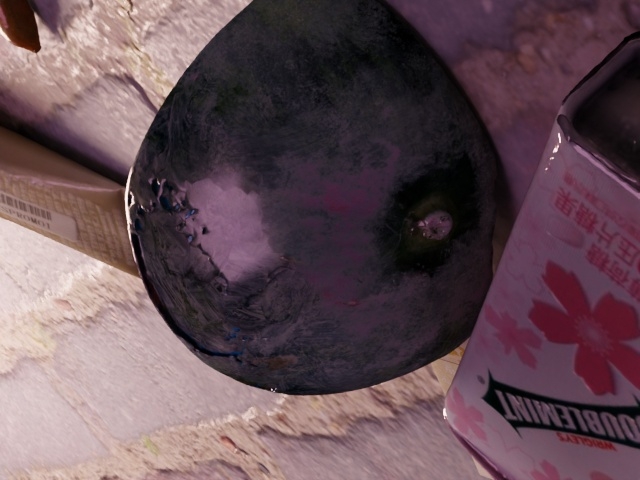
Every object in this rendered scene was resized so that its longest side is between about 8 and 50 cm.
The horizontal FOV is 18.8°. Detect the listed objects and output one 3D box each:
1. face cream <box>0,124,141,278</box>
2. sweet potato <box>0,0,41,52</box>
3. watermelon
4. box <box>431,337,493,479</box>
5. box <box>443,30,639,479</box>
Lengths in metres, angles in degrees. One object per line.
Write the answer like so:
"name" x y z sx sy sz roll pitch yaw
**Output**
"face cream" -0.287 -0.059 1.760 0.341 0.084 0.137 24 147 24
"sweet potato" -0.254 -0.189 1.577 0.034 0.034 0.095 13 139 48
"watermelon" 0.005 0.001 1.279 0.175 0.188 0.321 14 137 46
"box" 0.127 0.117 1.432 0.090 0.024 0.167 14 137 49
"box" 0.193 0.052 1.163 0.190 0.112 0.369 38 152 16
